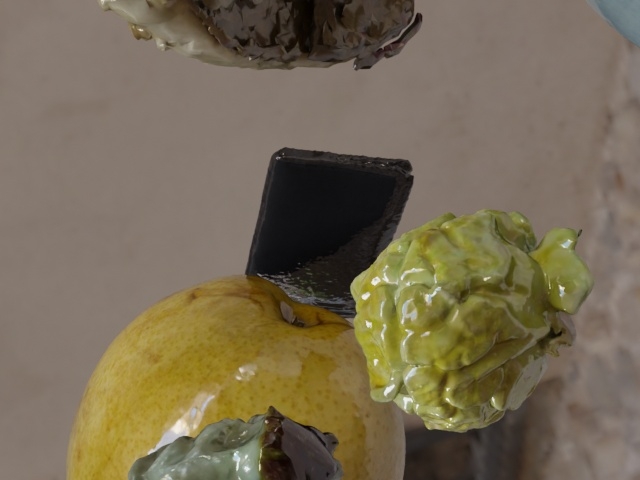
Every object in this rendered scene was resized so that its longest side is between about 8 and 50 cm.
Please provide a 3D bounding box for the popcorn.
[{"bbox_3d":[0.090,0.051,1.218,0.162,0.135,0.141,3,92,18],"label":"popcorn"}]

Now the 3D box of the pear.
[{"bbox_3d":[-0.076,0.187,1.683,0.314,0.314,0.314,40,137,50],"label":"pear"}]

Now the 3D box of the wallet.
[{"bbox_3d":[0.000,0.001,1.743,0.244,0.124,0.025,107,166,-55],"label":"wallet"}]

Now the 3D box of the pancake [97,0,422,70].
[{"bbox_3d":[-0.026,-0.257,0.896,0.071,0.382,0.382,3,108,36],"label":"pancake"}]

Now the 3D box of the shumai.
[{"bbox_3d":[-0.038,0.211,1.379,0.142,0.184,0.184,-15,90,46],"label":"shumai"}]

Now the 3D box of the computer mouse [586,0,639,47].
[{"bbox_3d":[0.252,-0.258,1.380,0.188,0.122,0.371,52,150,9],"label":"computer mouse"}]
